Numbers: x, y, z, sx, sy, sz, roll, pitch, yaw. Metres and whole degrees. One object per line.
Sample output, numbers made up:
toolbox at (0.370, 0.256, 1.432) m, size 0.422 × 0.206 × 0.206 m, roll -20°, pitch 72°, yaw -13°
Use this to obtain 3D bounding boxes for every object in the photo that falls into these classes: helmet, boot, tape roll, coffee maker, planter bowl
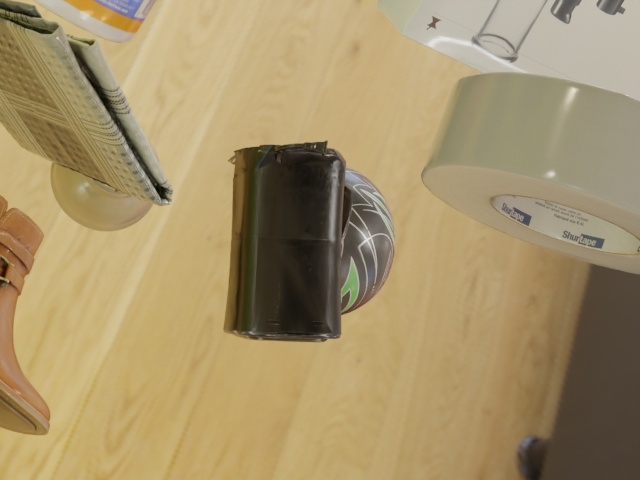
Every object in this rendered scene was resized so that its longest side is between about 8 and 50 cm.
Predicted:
helmet at (0.000, 0.000, 1.451) m, size 0.169 × 0.161 × 0.169 m, roll 54°, pitch 25°, yaw -40°
boot at (-0.389, 0.079, 1.651) m, size 0.283 × 0.109 × 0.220 m, roll 43°, pitch 48°, yaw -21°
tape roll at (0.185, -0.043, 0.982) m, size 0.219 × 0.219 × 0.072 m, roll 23°, pitch 81°, yaw -27°
coffee maker at (-0.037, 0.004, 1.287) m, size 0.120 × 0.171 × 0.178 m, roll 1°, pitch 87°, yaw 7°
planter bowl at (-0.301, -0.102, 2.003) m, size 0.162 × 0.109 × 0.162 m, roll 4°, pitch 79°, yaw -19°

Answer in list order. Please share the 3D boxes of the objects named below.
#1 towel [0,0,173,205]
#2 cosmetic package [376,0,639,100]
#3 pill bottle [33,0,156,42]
towel at (-0.356, -0.198, 1.801) m, size 0.056 × 0.312 × 0.324 m, roll -51°, pitch 140°, yaw -21°
cosmetic package at (0.286, -0.263, 1.334) m, size 0.377 × 0.284 × 0.097 m, roll 20°, pitch 22°, yaw -24°
pill bottle at (-0.172, -0.334, 1.279) m, size 0.152 × 0.272 × 0.152 m, roll 31°, pitch 13°, yaw -8°
